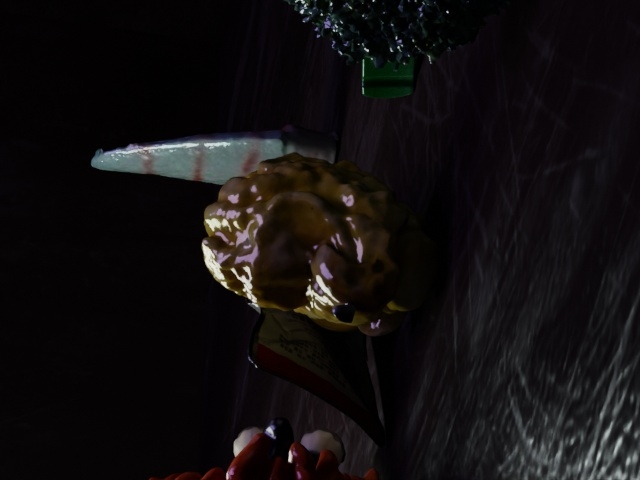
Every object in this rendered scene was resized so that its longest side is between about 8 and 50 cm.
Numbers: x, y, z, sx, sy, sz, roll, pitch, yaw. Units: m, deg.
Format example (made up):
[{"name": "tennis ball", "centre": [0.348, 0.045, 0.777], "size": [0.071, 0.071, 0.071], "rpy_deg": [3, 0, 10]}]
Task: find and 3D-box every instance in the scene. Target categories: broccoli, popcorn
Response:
[{"name": "broccoli", "centre": [0.070, -0.239, 1.335], "size": [0.219, 0.194, 0.194], "rpy_deg": [-31, 38, 28]}, {"name": "popcorn", "centre": [0.010, 0.002, 1.532], "size": [0.163, 0.194, 0.140], "rpy_deg": [11, -89, -57]}]

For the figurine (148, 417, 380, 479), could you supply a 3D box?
[{"name": "figurine", "centre": [-0.045, 0.307, 1.535], "size": [0.412, 0.241, 0.306], "rpy_deg": [18, -93, -88]}]

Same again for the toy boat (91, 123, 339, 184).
[{"name": "toy boat", "centre": [-0.127, -0.097, 2.194], "size": [0.206, 0.282, 0.096], "rpy_deg": [126, 149, -76]}]

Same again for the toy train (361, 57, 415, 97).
[{"name": "toy train", "centre": [0.060, -0.223, 1.735], "size": [0.178, 0.071, 0.105], "rpy_deg": [-93, 2, -47]}]

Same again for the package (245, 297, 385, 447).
[{"name": "package", "centre": [-0.009, 0.084, 1.688], "size": [0.030, 0.154, 0.239], "rpy_deg": [-52, 20, 17]}]

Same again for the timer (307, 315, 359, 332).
[{"name": "timer", "centre": [0.015, 0.030, 1.649], "size": [0.109, 0.107, 0.107], "rpy_deg": [-14, -60, -51]}]
